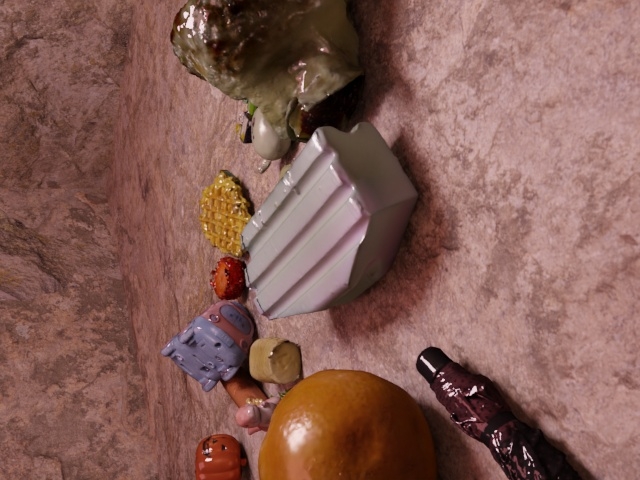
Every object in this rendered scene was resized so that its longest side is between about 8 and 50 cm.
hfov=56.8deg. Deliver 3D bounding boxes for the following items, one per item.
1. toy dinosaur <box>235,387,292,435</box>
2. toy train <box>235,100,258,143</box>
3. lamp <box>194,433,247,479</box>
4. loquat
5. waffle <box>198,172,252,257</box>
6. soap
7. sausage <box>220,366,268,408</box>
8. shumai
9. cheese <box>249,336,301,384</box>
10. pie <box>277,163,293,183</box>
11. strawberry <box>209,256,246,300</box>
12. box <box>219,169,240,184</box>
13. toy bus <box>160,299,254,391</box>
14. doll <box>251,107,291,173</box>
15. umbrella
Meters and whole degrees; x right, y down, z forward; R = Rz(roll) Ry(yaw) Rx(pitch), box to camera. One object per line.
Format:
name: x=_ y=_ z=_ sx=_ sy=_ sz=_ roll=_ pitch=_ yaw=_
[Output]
toy dinosaur: x=-0.146 y=0.478 z=1.548 sx=0.194 sy=0.177 sz=0.152 roll=-40 pitch=57 yaw=57
toy train: x=-0.188 y=-0.359 z=1.657 sx=0.081 sy=0.060 sz=0.202 roll=55 pitch=140 yaw=35
lamp: x=-0.318 y=0.720 z=1.906 sx=0.187 sy=0.164 sz=0.188 roll=176 pitch=90 yaw=-85
loquat: x=0.047 y=0.391 z=1.049 sx=0.328 sy=0.328 sz=0.328 roll=11 pitch=102 yaw=60
waffle: x=-0.295 y=-0.067 z=1.838 sx=0.262 sy=0.060 sz=0.280 roll=-49 pitch=61 yaw=45
soap: x=0.000 y=0.000 z=1.199 sx=0.261 sy=0.156 sz=0.446 roll=59 pitch=138 yaw=15
sausage: x=-0.232 y=0.455 z=1.795 sx=0.289 sy=0.086 sz=0.086 roll=27 pitch=116 yaw=57
shumai: x=-0.063 y=-0.357 z=1.210 sx=0.348 sy=0.395 sz=0.395 roll=60 pitch=150 yaw=-4
cheese: x=-0.126 y=0.322 z=1.581 sx=0.167 sy=0.094 sz=0.123 roll=-15 pitch=81 yaw=61
pie: x=-0.059 y=-0.060 z=1.425 sx=0.201 sy=0.090 sz=0.248 roll=30 pitch=122 yaw=53
strawberry: x=-0.284 y=0.119 z=1.852 sx=0.145 sy=0.086 sz=0.145 roll=11 pitch=103 yaw=58
box: x=-0.303 y=-0.121 z=1.921 sx=0.121 sy=0.030 sz=0.193 roll=39 pitch=125 yaw=54
toy bus: x=-0.322 y=0.298 z=1.804 sx=0.197 sy=0.232 sz=0.294 roll=43 pitch=136 yaw=-8
doll: x=-0.116 y=-0.305 z=1.494 sx=0.155 sy=0.113 sz=0.275 roll=-129 pitch=37 yaw=-59
umbrella: x=0.257 y=0.272 z=0.887 sx=0.090 sy=0.094 sz=0.326 roll=-55 pitch=40 yaw=9
